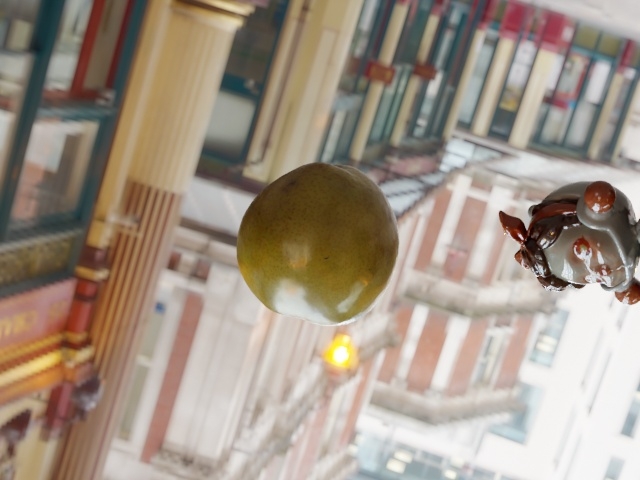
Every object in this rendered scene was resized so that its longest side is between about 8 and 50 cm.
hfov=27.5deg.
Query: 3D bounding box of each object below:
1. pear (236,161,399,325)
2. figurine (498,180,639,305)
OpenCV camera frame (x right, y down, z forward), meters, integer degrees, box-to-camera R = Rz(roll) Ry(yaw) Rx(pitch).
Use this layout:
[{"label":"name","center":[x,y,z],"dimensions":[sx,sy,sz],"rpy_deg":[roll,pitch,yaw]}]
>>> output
[{"label":"pear","center":[0.000,0.000,1.634],"dimensions":[0.208,0.209,0.209],"rpy_deg":[17,-169,-3]},{"label":"figurine","center":[0.308,-0.007,1.411],"dimensions":[0.226,0.160,0.183],"rpy_deg":[-3,156,23]}]
